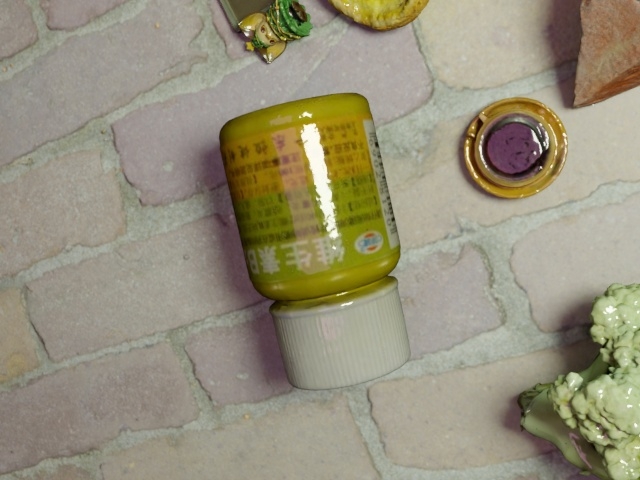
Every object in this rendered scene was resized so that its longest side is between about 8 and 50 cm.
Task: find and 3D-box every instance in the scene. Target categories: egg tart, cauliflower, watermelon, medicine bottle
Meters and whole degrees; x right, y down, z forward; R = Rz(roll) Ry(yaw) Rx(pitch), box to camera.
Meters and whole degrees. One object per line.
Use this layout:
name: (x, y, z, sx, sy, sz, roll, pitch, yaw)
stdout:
egg tart: (0.077, -0.384, 1.002, 0.191, 0.074, 0.191, 25, 141, 22)
cauliflower: (0.395, 0.225, 0.923, 0.281, 0.260, 0.327, -18, 71, 15)
watermelon: (0.450, -0.282, 0.870, 0.250, 0.283, 0.293, 18, 130, 29)
medicine bottle: (0.000, 0.000, 1.029, 0.224, 0.224, 0.385, -12, 96, 18)

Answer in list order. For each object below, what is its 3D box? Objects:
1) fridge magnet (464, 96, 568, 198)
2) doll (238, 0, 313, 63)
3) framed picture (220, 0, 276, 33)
fridge magnet: (0.273, -0.130, 1.008, 0.143, 0.063, 0.143, 2, 95, 18)
doll: (-0.065, -0.329, 1.094, 0.113, 0.077, 0.078, -13, 127, 47)
framed picture: (-0.065, -0.460, 1.084, 0.260, 0.023, 0.189, -27, 90, 19)
